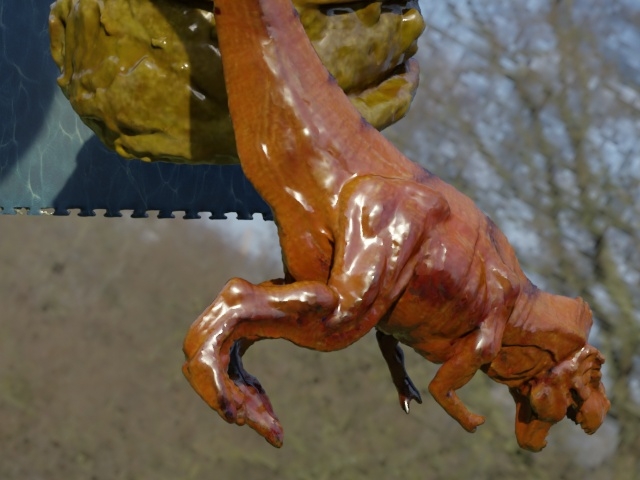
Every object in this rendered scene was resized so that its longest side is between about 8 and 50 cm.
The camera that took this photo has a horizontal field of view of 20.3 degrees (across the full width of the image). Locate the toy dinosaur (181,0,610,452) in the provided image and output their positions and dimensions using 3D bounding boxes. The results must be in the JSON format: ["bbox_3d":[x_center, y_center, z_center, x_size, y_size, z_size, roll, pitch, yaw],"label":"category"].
[{"bbox_3d":[0.000,0.000,0.910,0.432,0.208,0.097,51,-14,-27],"label":"toy dinosaur"}]

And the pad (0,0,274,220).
[{"bbox_3d":[-0.131,-0.149,1.376,0.269,0.270,0.012,0,2,-3],"label":"pad"}]

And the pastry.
[{"bbox_3d":[-0.050,-0.130,1.133,0.240,0.132,0.235,-2,16,-14],"label":"pastry"}]
